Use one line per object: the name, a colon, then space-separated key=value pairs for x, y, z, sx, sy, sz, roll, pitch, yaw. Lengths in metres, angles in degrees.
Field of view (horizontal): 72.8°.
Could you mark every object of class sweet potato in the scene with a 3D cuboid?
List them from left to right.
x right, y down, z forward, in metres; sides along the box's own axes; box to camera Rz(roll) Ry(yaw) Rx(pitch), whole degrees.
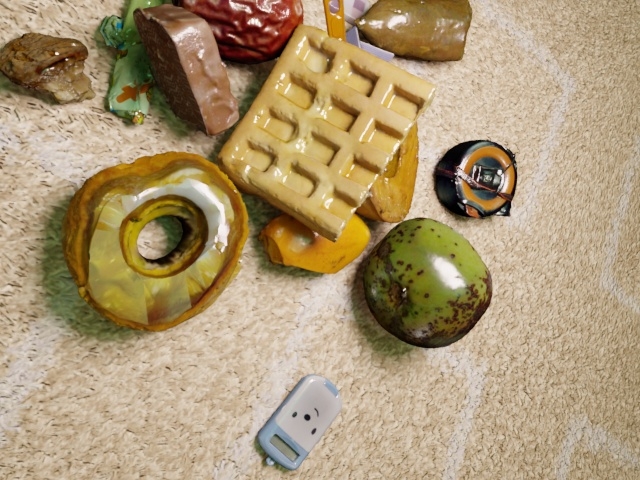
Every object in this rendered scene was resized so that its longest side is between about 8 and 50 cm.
sweet potato: x=0.231 y=-0.518 z=1.056 sx=0.369 sy=0.158 sz=0.158 roll=-4 pitch=90 yaw=-20

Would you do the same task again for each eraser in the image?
eraser: x=0.064 y=-0.560 z=1.033 sx=0.105 sy=0.026 sz=0.065 roll=15 pitch=83 yaw=-26

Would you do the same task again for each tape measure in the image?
tape measure: x=0.411 y=-0.158 z=1.130 sx=0.222 sy=0.135 sz=0.202 roll=3 pitch=95 yaw=-21

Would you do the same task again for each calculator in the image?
calculator: x=-0.042 y=0.388 z=0.929 sx=0.210 sy=0.039 sz=0.121 roll=-47 pitch=106 yaw=-20

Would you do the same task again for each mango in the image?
mango: x=0.000 y=0.000 z=0.921 sx=0.252 sy=0.126 sz=0.154 roll=-6 pitch=102 yaw=-28

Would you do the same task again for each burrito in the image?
burrito: x=-0.352 y=-0.358 z=0.801 sx=0.104 sy=0.054 sz=0.288 roll=10 pitch=84 yaw=-24

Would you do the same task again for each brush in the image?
brush: x=0.040 y=-0.381 z=0.917 sx=0.090 sy=0.017 sz=0.315 roll=-13 pitch=127 yaw=-5

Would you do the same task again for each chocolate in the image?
chocolate: x=-0.229 y=-0.303 z=0.763 sx=0.093 sy=0.148 sz=0.214 roll=-40 pitch=145 yaw=-26

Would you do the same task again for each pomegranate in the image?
pomegranate: x=0.256 y=0.085 z=0.995 sx=0.340 sy=0.284 sz=0.285 roll=-18 pitch=97 yaw=-53

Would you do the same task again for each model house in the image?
model house: x=0.083 y=-0.406 z=0.981 sx=0.166 sy=0.088 sz=0.117 roll=10 pitch=61 yaw=-27

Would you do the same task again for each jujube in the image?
jujube: x=-0.151 y=-0.435 z=0.831 sx=0.243 sy=0.183 sz=0.184 roll=-7 pitch=91 yaw=-26

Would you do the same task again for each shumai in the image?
shumai: x=-0.457 y=-0.285 z=0.727 sx=0.123 sy=0.139 sz=0.105 roll=13 pitch=115 yaw=2

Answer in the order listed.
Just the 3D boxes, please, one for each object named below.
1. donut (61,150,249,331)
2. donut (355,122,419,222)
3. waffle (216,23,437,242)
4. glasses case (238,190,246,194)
donut: x=-0.279 y=-0.006 z=0.760 sx=0.329 sy=0.160 sz=0.330 roll=4 pitch=79 yaw=-22
donut: x=0.125 y=-0.176 z=0.956 sx=0.277 sy=0.108 sz=0.278 roll=-11 pitch=103 yaw=-56
waffle: x=-0.002 y=-0.205 z=0.808 sx=0.304 sy=0.077 sz=0.348 roll=32 pitch=89 yaw=12
glasses case: x=-0.066 y=-0.123 z=0.924 sx=0.234 sy=0.064 sz=0.079 roll=7 pitch=85 yaw=-25
